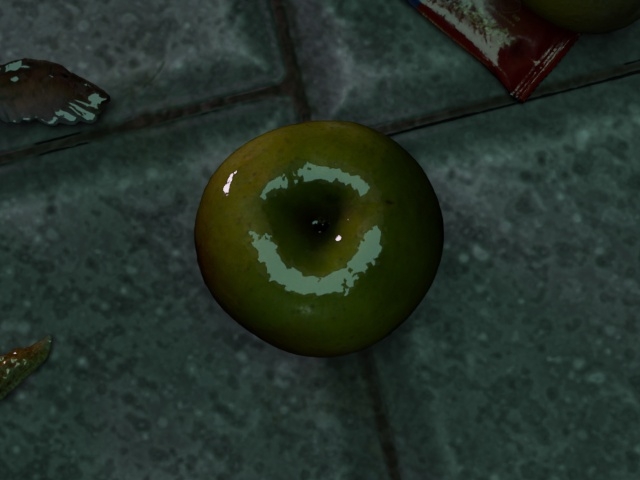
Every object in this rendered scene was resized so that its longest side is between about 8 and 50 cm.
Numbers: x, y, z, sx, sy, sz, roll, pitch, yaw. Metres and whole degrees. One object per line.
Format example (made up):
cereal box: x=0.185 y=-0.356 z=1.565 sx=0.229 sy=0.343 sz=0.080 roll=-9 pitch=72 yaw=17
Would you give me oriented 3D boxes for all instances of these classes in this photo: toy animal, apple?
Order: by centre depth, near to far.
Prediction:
apple: x=0.000 y=0.000 z=1.206 sx=0.196 sy=0.157 sz=0.196 roll=0 pitch=82 yaw=1
toy animal: x=-0.323 y=-0.143 z=1.248 sx=0.272 sy=0.160 sz=0.197 roll=-17 pitch=81 yaw=-8

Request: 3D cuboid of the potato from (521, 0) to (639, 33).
potato: x=0.203 y=-0.265 z=1.251 sx=0.194 sy=0.157 sz=0.157 roll=33 pitch=85 yaw=18

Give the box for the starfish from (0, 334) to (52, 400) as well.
starfish: x=-0.417 y=0.132 z=1.246 sx=0.347 sy=0.078 sz=0.358 roll=13 pitch=83 yaw=6

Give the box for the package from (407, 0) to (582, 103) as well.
package: x=0.122 y=-0.210 z=1.297 sx=0.200 sy=0.022 sz=0.083 roll=40 pitch=86 yaw=4
